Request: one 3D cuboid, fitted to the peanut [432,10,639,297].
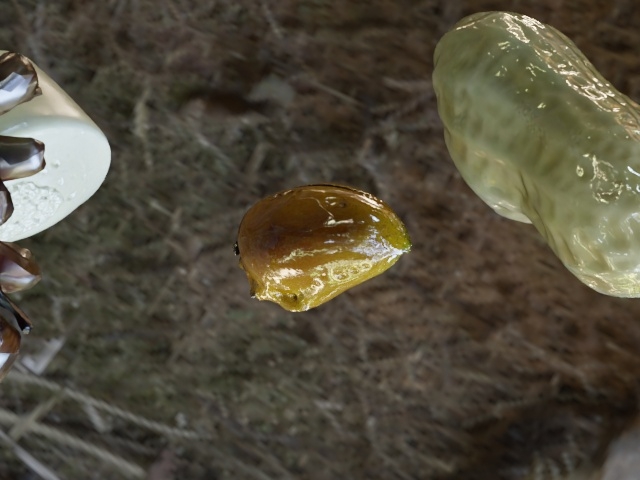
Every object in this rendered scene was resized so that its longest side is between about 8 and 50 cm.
[{"bbox_3d":[0.201,-0.071,1.337,0.152,0.313,0.152,-24,140,-22],"label":"peanut"}]

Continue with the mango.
[{"bbox_3d":[0.000,0.000,1.009,0.077,0.127,0.063,53,44,-26],"label":"mango"}]

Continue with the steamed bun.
[{"bbox_3d":[-0.361,-0.102,1.676,0.250,0.200,0.154,-24,144,-33],"label":"steamed bun"}]

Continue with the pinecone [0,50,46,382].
[{"bbox_3d":[-0.237,-0.004,0.596,0.296,0.242,0.298,-35,155,-20],"label":"pinecone"}]
